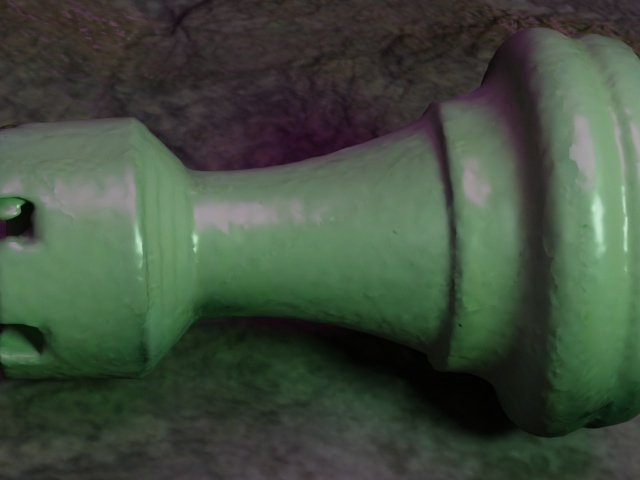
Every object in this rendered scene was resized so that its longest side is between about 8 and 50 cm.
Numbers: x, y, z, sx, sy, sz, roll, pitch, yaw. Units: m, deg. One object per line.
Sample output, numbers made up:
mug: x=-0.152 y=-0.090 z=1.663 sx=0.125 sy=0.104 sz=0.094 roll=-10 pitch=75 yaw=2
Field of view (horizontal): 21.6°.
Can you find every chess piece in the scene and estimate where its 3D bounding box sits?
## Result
chess piece: x=0.000 y=0.000 z=0.782 sx=0.299 sy=0.194 sz=0.194 roll=-2 pitch=40 yaw=-6
